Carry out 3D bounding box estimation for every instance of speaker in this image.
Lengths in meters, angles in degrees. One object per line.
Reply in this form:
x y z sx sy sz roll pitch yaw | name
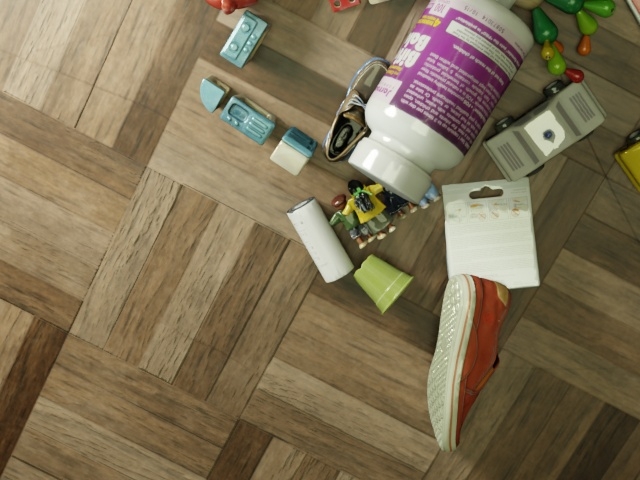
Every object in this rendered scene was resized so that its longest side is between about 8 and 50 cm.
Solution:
0.000 0.000 1.716 0.055 0.055 0.136 -28 100 11 | speaker

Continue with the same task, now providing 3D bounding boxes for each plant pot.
0.098 0.066 1.720 0.079 0.083 0.083 40 104 7 | plant pot

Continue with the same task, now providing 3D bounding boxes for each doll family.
0.100 -0.075 1.678 0.193 0.076 0.111 -35 100 -2 | doll family

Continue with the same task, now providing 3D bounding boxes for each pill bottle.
0.171 -0.212 1.557 0.169 0.169 0.301 32 90 -4 | pill bottle

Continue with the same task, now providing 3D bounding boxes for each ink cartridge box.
0.275 -0.006 1.710 0.145 0.045 0.179 -6 86 7 | ink cartridge box

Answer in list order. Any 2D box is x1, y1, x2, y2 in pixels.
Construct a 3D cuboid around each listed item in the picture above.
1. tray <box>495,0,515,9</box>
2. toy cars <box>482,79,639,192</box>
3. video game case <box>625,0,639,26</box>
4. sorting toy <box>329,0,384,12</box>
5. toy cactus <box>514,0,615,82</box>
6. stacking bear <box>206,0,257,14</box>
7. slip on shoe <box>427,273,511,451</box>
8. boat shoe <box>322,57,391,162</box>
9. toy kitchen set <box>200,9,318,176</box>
0.199 -0.445 1.498 0.270 0.030 0.145 28 114 -16 | tray
0.453 -0.159 1.621 0.394 0.087 0.176 5 105 4 | toy cars
0.598 -0.417 1.574 0.285 0.025 0.204 -31 100 12 | video game case
0.107 -0.425 1.566 0.274 0.046 0.132 -11 116 20 | sorting toy
0.352 -0.358 1.575 0.180 0.112 0.219 15 112 6 | toy cactus
-0.150 -0.486 1.559 0.164 0.175 0.289 -1 114 13 | stacking bear
0.239 0.206 1.705 0.101 0.123 0.331 2 116 -11 | slip on shoe
0.062 -0.200 1.653 0.066 0.066 0.183 25 105 -2 | boat shoe
-0.072 -0.231 1.628 0.207 0.122 0.166 33 105 -4 | toy kitchen set
